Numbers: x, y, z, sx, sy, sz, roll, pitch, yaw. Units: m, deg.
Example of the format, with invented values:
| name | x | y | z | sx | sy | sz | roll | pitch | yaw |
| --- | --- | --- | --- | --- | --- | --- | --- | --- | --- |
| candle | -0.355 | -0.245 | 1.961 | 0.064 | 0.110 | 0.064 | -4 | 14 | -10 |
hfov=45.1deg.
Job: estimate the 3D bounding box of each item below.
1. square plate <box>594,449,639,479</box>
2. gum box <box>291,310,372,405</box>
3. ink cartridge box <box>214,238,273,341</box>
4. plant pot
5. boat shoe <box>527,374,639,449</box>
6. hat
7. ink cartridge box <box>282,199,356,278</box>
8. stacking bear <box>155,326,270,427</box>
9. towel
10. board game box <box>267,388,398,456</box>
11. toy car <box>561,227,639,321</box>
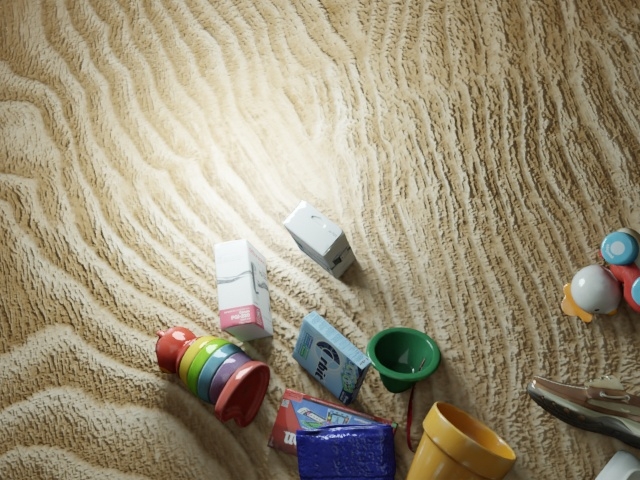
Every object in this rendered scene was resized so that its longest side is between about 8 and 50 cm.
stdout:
| name | x | y | z | sx | sy | sz | roll | pitch | yaw |
| --- | --- | --- | --- | --- | --- | --- | --- | --- | --- |
| square plate | 0.659 | 0.601 | 1.489 | 0.347 | 0.049 | 0.344 | -22 | 59 | -44 |
| gum box | 0.023 | 0.277 | 1.805 | 0.184 | 0.157 | 0.041 | 39 | 49 | 22 |
| ink cartridge box | -0.189 | 0.124 | 1.899 | 0.092 | 0.158 | 0.217 | -13 | 69 | 10 |
| plant pot | 0.285 | 0.485 | 1.663 | 0.205 | 0.205 | 0.188 | 34 | 97 | 21 |
| boat shoe | 0.614 | 0.355 | 1.673 | 0.325 | 0.123 | 0.116 | 20 | 70 | 12 |
| hat | 0.184 | 0.338 | 1.818 | 0.173 | 0.183 | 0.208 | 16 | 36 | 18 |
| ink cartridge box | 0.000 | 0.000 | 1.882 | 0.140 | 0.190 | 0.082 | 39 | 83 | 22 |
| stacking bear | -0.281 | 0.305 | 1.865 | 0.289 | 0.175 | 0.164 | 25 | 80 | 27 |
| towel | 0.065 | 0.567 | 1.722 | 0.228 | 0.076 | 0.308 | -6 | 80 | 18 |
| board game box | 0.027 | 0.457 | 1.808 | 0.281 | 0.027 | 0.145 | 14 | 76 | 16 |
| toy car | 0.657 | 0.113 | 1.725 | 0.238 | 0.219 | 0.210 | -41 | 65 | 28 |
